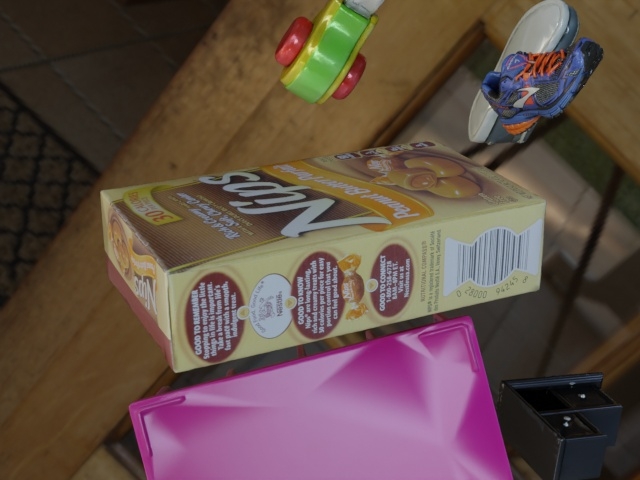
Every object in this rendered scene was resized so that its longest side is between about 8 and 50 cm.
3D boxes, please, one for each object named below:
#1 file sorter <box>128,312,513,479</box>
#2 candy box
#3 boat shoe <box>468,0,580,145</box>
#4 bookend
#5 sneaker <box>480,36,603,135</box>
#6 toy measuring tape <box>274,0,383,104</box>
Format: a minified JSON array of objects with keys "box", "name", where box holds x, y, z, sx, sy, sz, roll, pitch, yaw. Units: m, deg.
[{"box":[0.006,0.194,0.983,0.182,0.291,0.202,-159,-126,-89],"name":"file sorter"},{"box":[0.000,0.000,0.887,0.317,0.087,0.183,-10,24,-23],"name":"candy box"},{"box":[0.322,-0.244,1.638,0.099,0.319,0.116,12,60,-11],"name":"boat shoe"},{"box":[0.330,0.240,1.401,0.156,0.072,0.157,-2,21,-19],"name":"bookend"},{"box":[0.264,-0.197,1.345,0.087,0.221,0.083,39,66,-8],"name":"sneaker"},{"box":[0.025,-0.252,1.374,0.121,0.330,0.121,7,73,-23],"name":"toy measuring tape"}]
